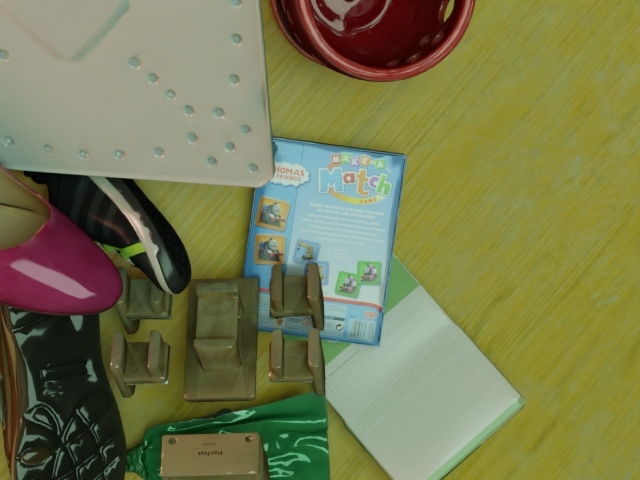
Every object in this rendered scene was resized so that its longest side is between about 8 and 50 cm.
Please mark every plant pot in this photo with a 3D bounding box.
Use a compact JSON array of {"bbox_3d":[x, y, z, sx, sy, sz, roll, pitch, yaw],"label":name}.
[{"bbox_3d":[0.048,-0.262,1.684,0.191,0.174,0.191,-2,98,-12],"label":"plant pot"}]

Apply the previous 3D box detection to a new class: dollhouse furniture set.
[{"bbox_3d":[-0.101,0.159,1.701,0.212,0.161,0.242,-2,61,4],"label":"dollhouse furniture set"}]

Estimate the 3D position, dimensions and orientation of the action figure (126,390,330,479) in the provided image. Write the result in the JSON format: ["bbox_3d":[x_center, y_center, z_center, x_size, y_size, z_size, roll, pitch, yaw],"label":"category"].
[{"bbox_3d":[-0.107,0.232,1.776,0.232,0.063,0.137,-4,100,-6],"label":"action figure"}]

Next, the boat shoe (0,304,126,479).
[{"bbox_3d":[-0.279,0.167,1.699,0.123,0.120,0.324,-3,92,-25],"label":"boat shoe"}]

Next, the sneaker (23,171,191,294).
[{"bbox_3d":[-0.224,-0.019,1.678,0.097,0.084,0.234,-41,69,5],"label":"sneaker"}]

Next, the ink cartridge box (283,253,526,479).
[{"bbox_3d":[0.089,0.150,1.817,0.171,0.056,0.235,-40,80,-5],"label":"ink cartridge box"}]

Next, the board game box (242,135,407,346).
[{"bbox_3d":[0.000,0.000,1.766,0.160,0.039,0.211,8,97,-2],"label":"board game box"}]

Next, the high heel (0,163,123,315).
[{"bbox_3d":[-0.348,-0.067,1.563,0.377,0.127,0.181,26,136,4],"label":"high heel"}]

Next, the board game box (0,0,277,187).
[{"bbox_3d":[-0.239,-0.242,1.535,0.390,0.050,0.390,5,124,14],"label":"board game box"}]
